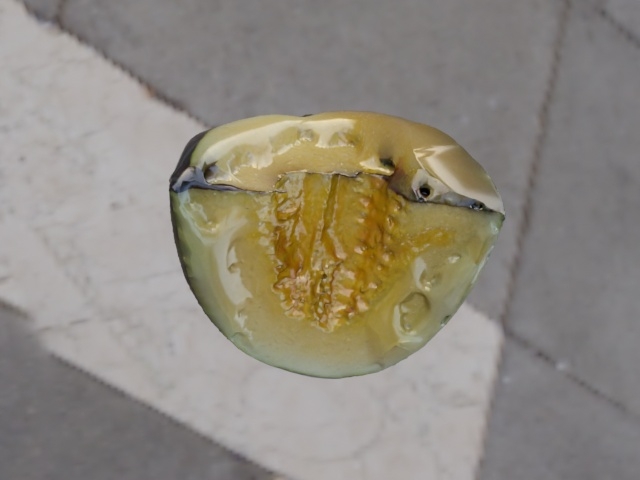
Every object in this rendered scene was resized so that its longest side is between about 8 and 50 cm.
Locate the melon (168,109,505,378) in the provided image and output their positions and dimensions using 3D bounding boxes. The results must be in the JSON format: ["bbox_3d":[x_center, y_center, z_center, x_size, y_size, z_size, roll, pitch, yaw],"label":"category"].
[{"bbox_3d":[0.000,0.000,0.981,0.160,0.079,0.128,4,115,-9],"label":"melon"}]
